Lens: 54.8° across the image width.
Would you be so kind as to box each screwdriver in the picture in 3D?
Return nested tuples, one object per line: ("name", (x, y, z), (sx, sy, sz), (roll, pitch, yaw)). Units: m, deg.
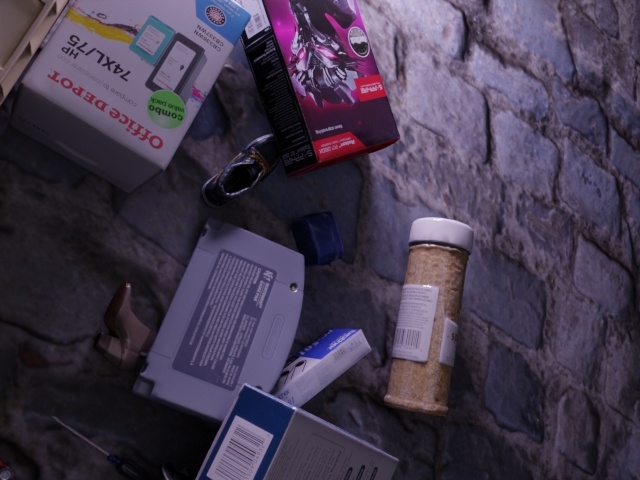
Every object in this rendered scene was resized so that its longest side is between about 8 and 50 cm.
("screwdriver", (-0.315, 0.302, 0.881), (0.170, 0.024, 0.025), (39, 38, -20))

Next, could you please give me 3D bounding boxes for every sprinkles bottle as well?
("sprinkles bottle", (0.203, 0.140, 1.156), (0.121, 0.121, 0.356), (18, 76, -28))

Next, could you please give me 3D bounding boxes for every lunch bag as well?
("lunch bag", (0.000, 0.000, 1.078), (0.065, 0.067, 0.098), (-18, 95, -31))

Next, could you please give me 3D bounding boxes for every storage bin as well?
("storage bin", (-0.419, -0.229, 0.740), (0.123, 0.260, 0.262), (33, 69, -28))

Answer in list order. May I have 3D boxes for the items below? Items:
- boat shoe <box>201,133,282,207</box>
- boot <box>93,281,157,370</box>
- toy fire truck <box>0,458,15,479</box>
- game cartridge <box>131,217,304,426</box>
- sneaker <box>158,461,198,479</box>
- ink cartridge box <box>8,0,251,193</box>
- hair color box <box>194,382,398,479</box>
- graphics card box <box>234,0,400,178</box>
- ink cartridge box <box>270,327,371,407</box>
("boat shoe", (-0.110, -0.119, 1.015), (0.183, 0.083, 0.065), (-45, 107, -27))
("boot", (-0.278, 0.132, 0.915), (0.087, 0.042, 0.118), (31, 71, -31))
("toy fire truck", (-0.486, 0.270, 0.764), (0.135, 0.047, 0.192), (-34, 103, -29))
("game cartridge", (-0.136, 0.127, 0.942), (0.196, 0.060, 0.294), (22, 63, -6))
("sneaker", (-0.145, 0.466, 0.925), (0.330, 0.122, 0.146), (39, 85, -23))
("ink cartridge box", (-0.267, -0.239, 0.866), (0.198, 0.197, 0.270), (32, 70, -24))
("hair color box", (-0.022, 0.353, 0.918), (0.347, 0.105, 0.174), (44, 68, -48))
("graphics card box", (-0.012, -0.316, 1.072), (0.232, 0.094, 0.371), (-22, 95, -42))
("ink cartridge box", (-0.022, 0.218, 1.023), (0.207, 0.097, 0.046), (-32, 101, -30))
